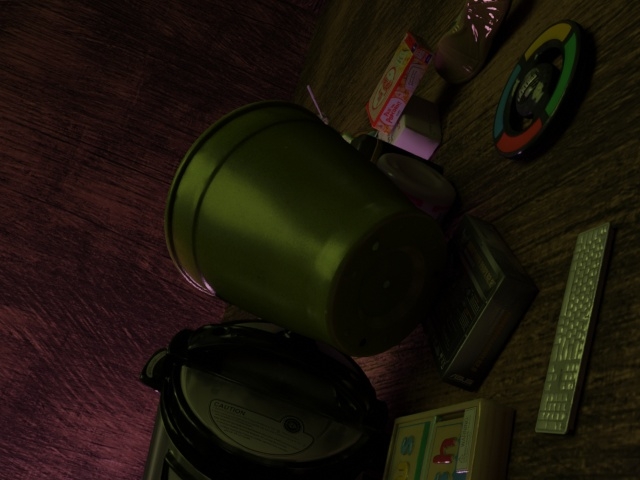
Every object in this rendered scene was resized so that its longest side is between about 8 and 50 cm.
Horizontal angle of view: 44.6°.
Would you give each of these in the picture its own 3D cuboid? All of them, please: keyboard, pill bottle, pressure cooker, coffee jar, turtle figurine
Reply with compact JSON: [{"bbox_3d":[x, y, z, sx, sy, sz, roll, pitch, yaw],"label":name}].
[{"bbox_3d":[0.301,0.103,0.926,0.072,0.014,0.256,151,139,-70],"label":"keyboard"},{"bbox_3d":[0.123,-0.008,1.480,0.160,0.160,0.283,-95,29,-62],"label":"pill bottle"},{"bbox_3d":[-0.105,0.332,1.306,0.375,0.369,0.421,51,133,43],"label":"pressure cooker"},{"bbox_3d":[0.143,-0.150,1.565,0.096,0.184,0.079,-147,79,-76],"label":"coffee jar"},{"bbox_3d":[0.097,-0.298,1.971,0.197,0.275,0.266,-36,4,-11],"label":"turtle figurine"}]

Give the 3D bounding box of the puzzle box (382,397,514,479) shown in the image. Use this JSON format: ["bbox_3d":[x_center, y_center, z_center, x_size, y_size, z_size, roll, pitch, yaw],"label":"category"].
[{"bbox_3d":[0.133,0.423,1.025,0.272,0.052,0.409,136,151,-63],"label":"puzzle box"}]

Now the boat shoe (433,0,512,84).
[{"bbox_3d":[0.309,-0.418,1.529,0.092,0.102,0.285,-48,-10,-28],"label":"boat shoe"}]

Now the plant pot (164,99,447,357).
[{"bbox_3d":[0.000,0.000,1.242,0.353,0.366,0.367,32,102,43],"label":"plant pot"}]

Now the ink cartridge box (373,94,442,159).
[{"bbox_3d":[0.171,-0.197,1.725,0.160,0.092,0.219,-86,22,-51],"label":"ink cartridge box"}]

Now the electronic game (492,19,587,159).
[{"bbox_3d":[0.338,-0.235,1.219,0.229,0.048,0.229,-159,90,-76],"label":"electronic game"}]

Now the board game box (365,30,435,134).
[{"bbox_3d":[0.168,-0.339,1.670,0.194,0.045,0.147,-61,15,21],"label":"board game box"}]

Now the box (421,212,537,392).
[{"bbox_3d":[0.223,0.086,1.170,0.231,0.056,0.183,-100,34,-66],"label":"box"}]
